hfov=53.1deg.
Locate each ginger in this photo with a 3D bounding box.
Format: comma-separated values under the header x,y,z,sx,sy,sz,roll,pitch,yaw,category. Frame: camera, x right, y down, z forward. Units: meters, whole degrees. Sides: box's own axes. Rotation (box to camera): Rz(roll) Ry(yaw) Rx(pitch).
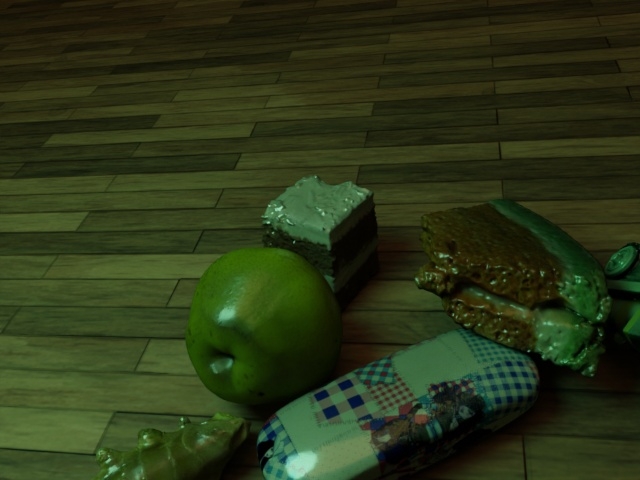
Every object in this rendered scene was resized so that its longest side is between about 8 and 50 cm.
x,y,z,sx,sy,sz,roll,pitch,yaw,category
-0.171,0.252,0.688,0.115,0.081,0.205,23,48,21,ginger

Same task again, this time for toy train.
x,y,z,sx,sy,sz,roll,pitch,yaw,category
0.372,0.071,0.727,0.132,0.083,0.200,-49,3,-6,toy train

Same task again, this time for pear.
x,y,z,sx,sy,sz,roll,pitch,yaw,category
-0.064,0.100,0.774,0.198,0.198,0.198,-7,38,5,pear

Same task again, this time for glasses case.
x,y,z,sx,sy,sz,roll,pitch,yaw,category
0.088,0.189,0.709,0.328,0.076,0.125,-21,40,-14,glasses case

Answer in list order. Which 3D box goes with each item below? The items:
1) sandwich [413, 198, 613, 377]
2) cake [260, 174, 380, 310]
x,y,z,sx,sy,sz,roll,pitch,yaw,category
0.221,0.031,0.794,0.212,0.109,0.292,13,23,2,sandwich
0.000,0.000,0.911,0.135,0.147,0.134,19,48,30,cake
